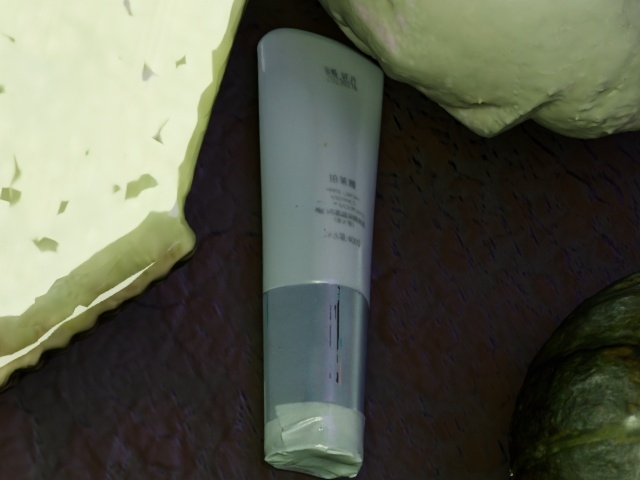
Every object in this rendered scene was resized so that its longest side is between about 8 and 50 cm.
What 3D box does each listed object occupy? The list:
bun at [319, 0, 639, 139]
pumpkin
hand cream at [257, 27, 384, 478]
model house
[{"bbox_3d":[0.128,-0.210,1.065,0.365,0.219,0.365,7,56,-11],"label":"bun"},{"bbox_3d":[0.198,0.127,0.984,0.238,0.159,0.238,30,50,-43],"label":"pumpkin"},{"bbox_3d":[0.000,0.000,0.997,0.079,0.048,0.255,18,57,-29],"label":"hand cream"},{"bbox_3d":[-0.184,-0.075,0.837,0.321,0.261,0.266,14,86,-6],"label":"model house"}]
